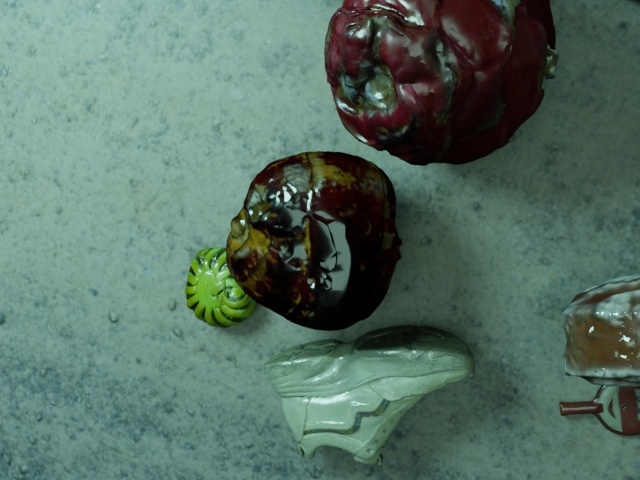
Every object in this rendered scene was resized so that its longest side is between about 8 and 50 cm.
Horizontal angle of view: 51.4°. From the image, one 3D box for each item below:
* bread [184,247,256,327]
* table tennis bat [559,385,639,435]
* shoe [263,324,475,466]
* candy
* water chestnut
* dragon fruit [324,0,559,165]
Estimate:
[{"bbox_3d":[-0.175,0.082,1.152,0.130,0.071,0.139,9,97,16],"label":"bread"},{"bbox_3d":[0.459,0.262,1.053,0.154,0.019,0.098,-6,95,10],"label":"table tennis bat"},{"bbox_3d":[0.090,0.261,1.085,0.342,0.132,0.210,-11,97,17],"label":"shoe"},{"bbox_3d":[0.485,0.122,0.930,0.289,0.214,0.157,-9,88,13],"label":"candy"},{"bbox_3d":[0.000,0.000,1.019,0.289,0.244,0.289,4,103,18],"label":"water chestnut"},{"bbox_3d":[0.160,-0.254,0.918,0.329,0.329,0.329,1,96,13],"label":"dragon fruit"}]
